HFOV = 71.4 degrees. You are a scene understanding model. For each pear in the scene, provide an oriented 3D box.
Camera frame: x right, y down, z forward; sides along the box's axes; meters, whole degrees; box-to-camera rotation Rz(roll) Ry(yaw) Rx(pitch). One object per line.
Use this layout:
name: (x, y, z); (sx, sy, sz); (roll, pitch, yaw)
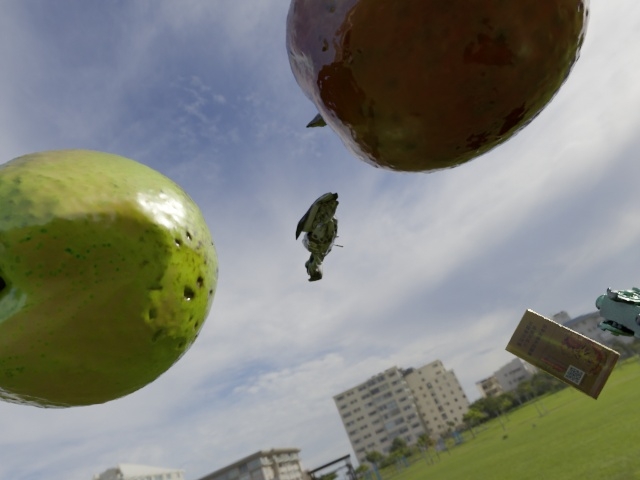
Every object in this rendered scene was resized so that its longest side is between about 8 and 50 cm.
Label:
pear: (-0.345, 0.055, 0.623); (0.390, 0.391, 0.391); (-19, -27, -10)

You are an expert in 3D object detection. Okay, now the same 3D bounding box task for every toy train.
toy train: (0.637, 0.163, 0.821); (0.154, 0.115, 0.269); (11, 6, -5)

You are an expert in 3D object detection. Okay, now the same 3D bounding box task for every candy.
candy: (-0.001, 0.000, 0.669); (0.094, 0.051, 0.226); (-60, -12, -21)

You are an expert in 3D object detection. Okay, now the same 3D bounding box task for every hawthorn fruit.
hawthorn fruit: (0.125, -0.286, 0.631); (0.402, 0.403, 0.403); (-19, -27, -10)

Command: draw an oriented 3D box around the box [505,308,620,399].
box: (0.413, 0.193, 0.767); (0.022, 0.156, 0.089); (28, -91, -58)
